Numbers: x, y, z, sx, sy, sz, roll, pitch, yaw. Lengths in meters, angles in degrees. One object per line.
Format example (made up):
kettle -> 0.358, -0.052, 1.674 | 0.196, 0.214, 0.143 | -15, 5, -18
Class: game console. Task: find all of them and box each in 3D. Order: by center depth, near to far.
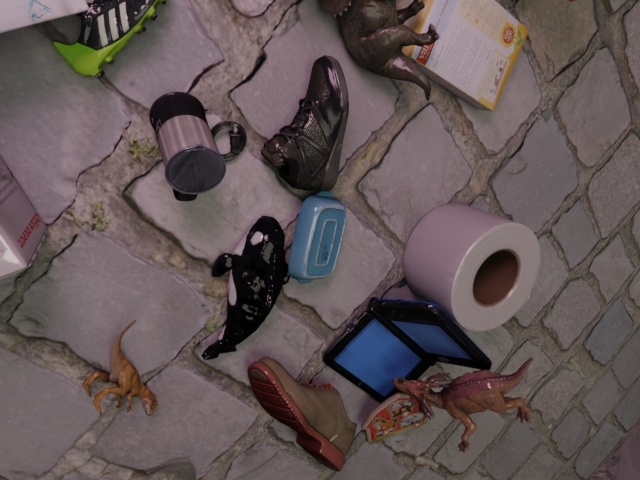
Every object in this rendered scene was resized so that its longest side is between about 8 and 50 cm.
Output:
game console -> 0.201, 0.275, 0.947 | 0.293, 0.250, 0.174 | 42, 61, -32

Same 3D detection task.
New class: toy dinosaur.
toy dinosaur -> 0.096, -0.368, 0.697 | 0.160, 0.121, 0.313 | -23, 134, 19
toy dinosaur -> -0.353, 0.234, 0.731 | 0.112, 0.064, 0.212 | -31, 130, -33
toy dinosaur -> 0.322, 0.329, 0.902 | 0.295, 0.127, 0.200 | -34, 117, 20

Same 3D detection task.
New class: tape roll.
tape roll -> 0.329, 0.054, 0.921 | 0.245, 0.169, 0.247 | -9, 113, -23

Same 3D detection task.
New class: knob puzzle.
knob puzzle -> 0.196, 0.441, 1.034 | 0.212, 0.030, 0.213 | -10, 130, -12

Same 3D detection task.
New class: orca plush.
orca plush -> -0.130, 0.102, 0.754 | 0.151, 0.102, 0.287 | 32, 93, -31

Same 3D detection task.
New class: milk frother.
milk frother -> -0.168, -0.137, 0.628 | 0.143, 0.135, 0.129 | -15, 145, -17

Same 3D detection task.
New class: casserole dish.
casserole dish -> 0.000, 0.000, 0.798 | 0.114, 0.037, 0.189 | 0, 108, -46

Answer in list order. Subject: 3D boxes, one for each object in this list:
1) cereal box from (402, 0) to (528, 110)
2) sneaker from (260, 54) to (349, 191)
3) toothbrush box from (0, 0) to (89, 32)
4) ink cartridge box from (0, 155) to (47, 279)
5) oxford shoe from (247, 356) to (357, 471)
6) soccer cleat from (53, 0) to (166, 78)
cereal box -> 0.283, -0.382, 0.807 | 0.240, 0.047, 0.173 | 18, 100, -29
sneaker -> -0.027, -0.194, 0.704 | 0.130, 0.087, 0.228 | -5, 116, -31
toothbrush box -> -0.431, -0.309, 0.402 | 0.295, 0.126, 0.217 | -28, 135, -21
ink cartridge box -> -0.449, -0.072, 0.495 | 0.100, 0.172, 0.237 | -26, 118, -15
oxford shoe -> -0.032, 0.353, 0.910 | 0.130, 0.122, 0.348 | -50, 124, -32
soccer cleat -> -0.279, -0.301, 0.560 | 0.179, 0.060, 0.072 | -46, 120, 0
